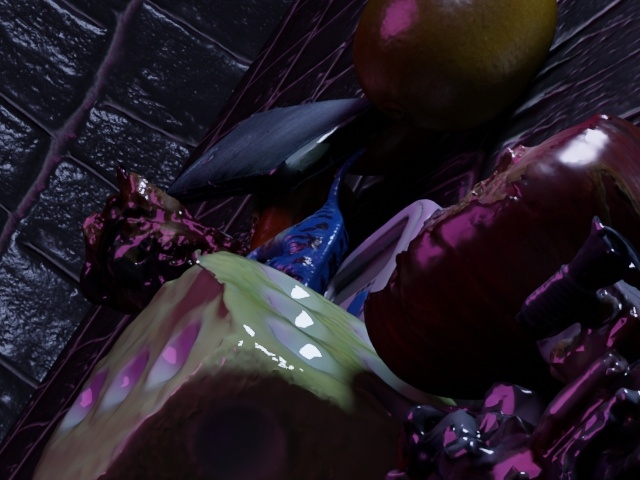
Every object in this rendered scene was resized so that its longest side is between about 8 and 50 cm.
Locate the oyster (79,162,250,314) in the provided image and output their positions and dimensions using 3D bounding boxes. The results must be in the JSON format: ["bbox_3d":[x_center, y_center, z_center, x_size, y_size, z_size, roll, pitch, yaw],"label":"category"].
[{"bbox_3d":[-0.183,0.070,1.845,0.096,0.361,0.221,-33,-36,-35],"label":"oyster"}]

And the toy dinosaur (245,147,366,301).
[{"bbox_3d":[-0.021,0.023,1.489,0.144,0.076,0.329,-43,15,27],"label":"toy dinosaur"}]

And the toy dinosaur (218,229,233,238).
[{"bbox_3d":[-0.126,0.070,1.966,0.393,0.092,0.205,-29,28,58],"label":"toy dinosaur"}]

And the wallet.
[{"bbox_3d":[-0.057,-0.108,1.755,0.191,0.046,0.379,-38,16,-21],"label":"wallet"}]

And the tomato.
[{"bbox_3d":[0.096,-0.142,1.759,0.174,0.082,0.166,-40,22,31],"label":"tomato"}]

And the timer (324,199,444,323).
[{"bbox_3d":[0.050,0.063,1.415,0.208,0.069,0.191,-42,16,48],"label":"timer"}]

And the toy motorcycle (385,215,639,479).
[{"bbox_3d":[0.146,0.103,0.850,0.401,0.134,0.207,-50,19,18],"label":"toy motorcycle"}]

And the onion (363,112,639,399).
[{"bbox_3d":[0.141,0.017,1.013,0.248,0.161,0.248,-24,9,4],"label":"onion"}]

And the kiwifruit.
[{"bbox_3d":[0.138,-0.217,1.561,0.234,0.196,0.196,-49,11,-20],"label":"kiwifruit"}]

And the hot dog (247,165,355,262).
[{"bbox_3d":[-0.028,-0.012,1.744,0.100,0.135,0.337,-13,29,17],"label":"hot dog"}]

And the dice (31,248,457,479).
[{"bbox_3d":[-0.053,0.174,1.085,0.250,0.254,0.252,-54,14,9],"label":"dice"}]
